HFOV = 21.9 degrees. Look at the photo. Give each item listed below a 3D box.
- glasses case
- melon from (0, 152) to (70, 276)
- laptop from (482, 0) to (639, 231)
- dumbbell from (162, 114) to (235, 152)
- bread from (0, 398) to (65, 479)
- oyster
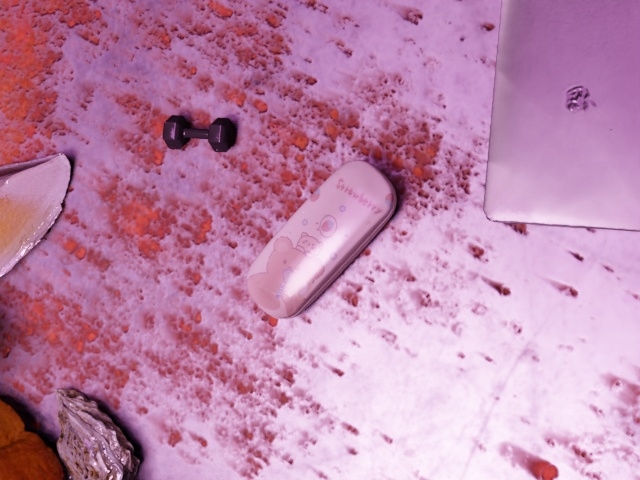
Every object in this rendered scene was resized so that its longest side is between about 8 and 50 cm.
[{"bbox_3d":[0.000,0.000,1.807,0.081,0.051,0.204,46,104,21],"label":"glasses case"},{"bbox_3d":[-0.393,-0.048,1.962,0.202,0.093,0.139,-49,53,-2],"label":"melon"},{"bbox_3d":[0.271,-0.147,1.722,0.188,0.015,0.269,4,88,23],"label":"laptop"},{"bbox_3d":[-0.139,-0.122,1.885,0.083,0.036,0.040,5,90,23],"label":"dumbbell"},{"bbox_3d":[-0.398,0.325,1.908,0.246,0.135,0.232,52,121,21],"label":"bread"},{"bbox_3d":[-0.259,0.255,1.899,0.125,0.064,0.177,-8,93,36],"label":"oyster"}]
